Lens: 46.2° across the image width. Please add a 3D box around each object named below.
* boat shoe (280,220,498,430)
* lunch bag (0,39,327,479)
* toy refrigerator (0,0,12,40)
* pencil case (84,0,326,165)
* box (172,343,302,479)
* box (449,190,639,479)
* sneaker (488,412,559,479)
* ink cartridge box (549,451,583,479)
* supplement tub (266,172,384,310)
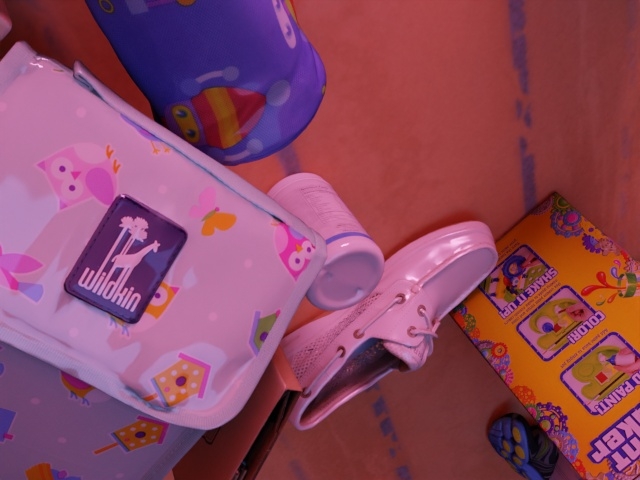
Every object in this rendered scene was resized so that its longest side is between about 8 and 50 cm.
[{"bbox_3d":[0.074,0.091,0.745,0.277,0.096,0.098,-38,135,2],"label":"boat shoe"},{"bbox_3d":[-0.153,0.034,0.465,0.223,0.160,0.262,34,117,-23],"label":"lunch bag"},{"bbox_3d":[-0.293,-0.065,0.399,0.269,0.102,0.094,-42,135,6],"label":"toy refrigerator"},{"bbox_3d":[-0.084,-0.185,0.408,0.119,0.133,0.306,0,138,21],"label":"pencil case"},{"bbox_3d":[-0.088,0.104,0.588,0.021,0.201,0.164,10,120,-32],"label":"box"},{"bbox_3d":[0.317,0.149,0.805,0.177,0.279,0.290,-42,134,6],"label":"box"},{"bbox_3d":[0.295,0.287,1.070,0.078,0.067,0.188,-52,135,-13],"label":"sneaker"},{"bbox_3d":[0.385,0.329,1.128,0.052,0.088,0.122,13,118,-37],"label":"ink cartridge box"},{"bbox_3d":[0.000,0.000,0.619,0.071,0.107,0.071,-16,132,-19],"label":"supplement tub"}]
